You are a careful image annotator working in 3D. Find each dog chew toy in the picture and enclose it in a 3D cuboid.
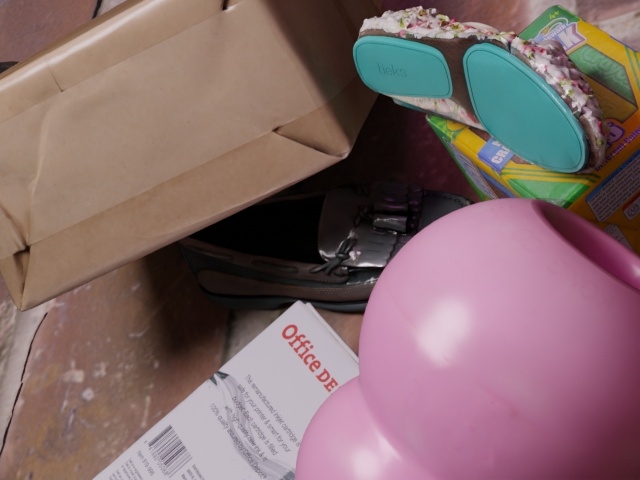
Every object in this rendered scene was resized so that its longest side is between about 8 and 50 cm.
[{"bbox_3d":[0.081,0.140,0.995,0.332,0.206,0.206,-57,37,16],"label":"dog chew toy"}]

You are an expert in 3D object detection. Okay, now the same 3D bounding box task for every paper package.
[{"bbox_3d":[-0.115,-0.118,1.315,0.309,0.168,0.325,-26,13,16],"label":"paper package"}]

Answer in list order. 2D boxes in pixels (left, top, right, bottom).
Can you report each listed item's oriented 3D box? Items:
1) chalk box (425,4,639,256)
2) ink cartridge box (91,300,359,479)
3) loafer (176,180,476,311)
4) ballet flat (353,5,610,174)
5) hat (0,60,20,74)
[{"bbox_3d":[0.177,-0.068,1.170,0.132,0.132,0.213,-43,41,-4],"label":"chalk box"},{"bbox_3d":[-0.039,0.165,1.154,0.208,0.087,0.153,-41,40,-1],"label":"ink cartridge box"},{"bbox_3d":[0.000,0.000,1.277,0.267,0.084,0.096,-9,49,32],"label":"loafer"},{"bbox_3d":[0.118,-0.114,1.098,0.077,0.091,0.241,-29,38,-28],"label":"ballet flat"},{"bbox_3d":[-0.415,-0.090,1.624,0.331,0.134,0.331,-22,46,25],"label":"hat"}]
